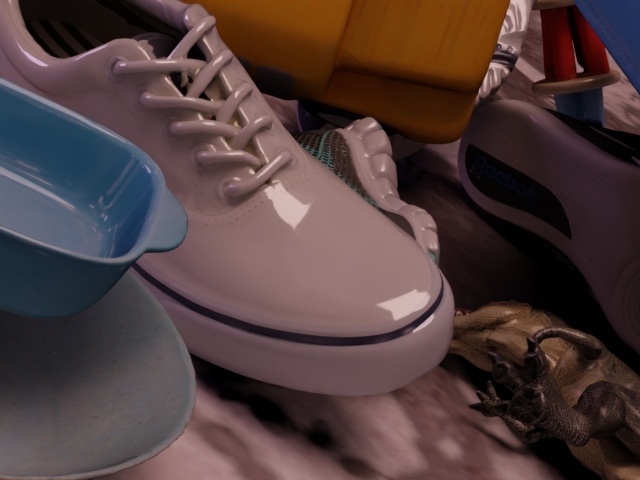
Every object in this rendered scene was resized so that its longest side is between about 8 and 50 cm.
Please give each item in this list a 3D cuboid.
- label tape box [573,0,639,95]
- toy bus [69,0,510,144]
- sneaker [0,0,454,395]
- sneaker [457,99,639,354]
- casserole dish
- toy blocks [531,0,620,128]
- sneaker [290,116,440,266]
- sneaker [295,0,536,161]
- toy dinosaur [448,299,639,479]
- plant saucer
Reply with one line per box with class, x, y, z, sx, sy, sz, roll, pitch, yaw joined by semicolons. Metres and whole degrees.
label tape box;0.237;-0.050;0.927;0.249;0.115;0.347;54;13;6
toy bus;-0.076;-0.143;0.879;0.332;0.108;0.130;18;-4;-1
sneaker;-0.054;-0.035;0.738;0.094;0.091;0.258;-34;52;-32
sneaker;0.178;-0.003;0.979;0.121;0.079;0.217;4;31;-44
casserole dish;-0.135;-0.029;0.633;0.188;0.037;0.114;25;21;-8
toy blocks;0.123;-0.121;1.162;0.054;0.148;0.123;-15;11;-35
sneaker;0.000;0.000;0.815;0.076;0.065;0.166;3;25;-15
sneaker;0.047;-0.104;1.056;0.094;0.153;0.235;32;59;-4
toy dinosaur;0.119;0.092;0.731;0.118;0.064;0.268;10;30;-52
plant saucer;-0.134;0.026;0.611;0.195;0.037;0.195;24;22;-10
